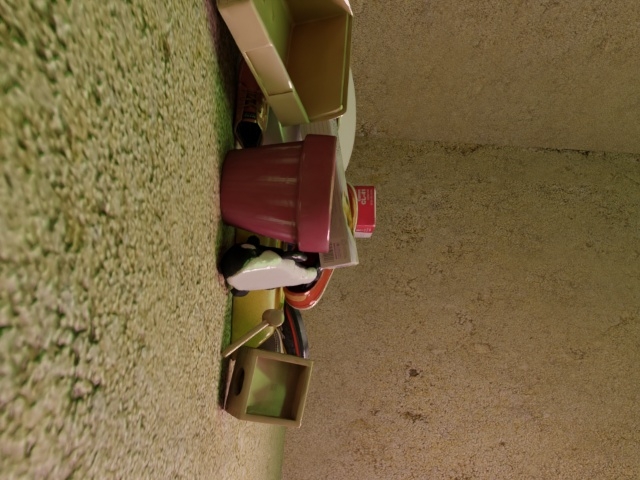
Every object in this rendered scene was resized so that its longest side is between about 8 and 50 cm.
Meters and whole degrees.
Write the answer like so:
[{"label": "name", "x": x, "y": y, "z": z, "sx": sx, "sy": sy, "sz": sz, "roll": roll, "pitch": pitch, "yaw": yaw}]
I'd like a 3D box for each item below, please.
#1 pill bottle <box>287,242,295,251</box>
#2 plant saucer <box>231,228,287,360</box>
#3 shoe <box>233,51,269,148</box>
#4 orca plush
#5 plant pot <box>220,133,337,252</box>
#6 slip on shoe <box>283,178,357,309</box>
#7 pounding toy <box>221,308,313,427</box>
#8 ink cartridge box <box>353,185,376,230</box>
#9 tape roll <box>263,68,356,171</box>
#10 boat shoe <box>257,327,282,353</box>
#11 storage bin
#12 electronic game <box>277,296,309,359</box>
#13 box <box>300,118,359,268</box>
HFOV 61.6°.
[{"label": "pill bottle", "x": -0.046, "y": -0.011, "z": 1.430, "sx": 0.153, "sy": 0.153, "sz": 0.264, "roll": 90, "pitch": 20, "yaw": -74}, {"label": "plant saucer", "x": -0.123, "y": 0.059, "z": 1.187, "sx": 0.333, "sy": 0.081, "sz": 0.332, "roll": -78, "pitch": 171, "yaw": -83}, {"label": "shoe", "x": -0.115, "y": -0.239, "z": 0.924, "sx": 0.178, "sy": 0.064, "sz": 0.081, "roll": 97, "pitch": -5, "yaw": -46}, {"label": "orca plush", "x": -0.088, "y": 0.025, "z": 0.995, "sx": 0.151, "sy": 0.287, "sz": 0.102, "roll": -39, "pitch": -112, "yaw": 36}, {"label": "plant pot", "x": -0.068, "y": -0.083, "z": 0.911, "sx": 0.201, "sy": 0.180, "sz": 0.201, "roll": 4, "pitch": 90, "yaw": -89}, {"label": "slip on shoe", "x": 0.000, "y": 0.000, "z": 1.252, "sx": 0.101, "sy": 0.123, "sz": 0.331, "roll": 60, "pitch": 51, "yaw": -70}, {"label": "pounding toy", "x": -0.116, "y": 0.231, "z": 1.022, "sx": 0.094, "sy": 0.181, "sz": 0.206, "roll": -10, "pitch": -114, "yaw": 62}, {"label": "ink cartridge box", "x": 0.009, "y": -0.085, "z": 1.634, "sx": 0.226, "sy": 0.306, "sz": 0.131, "roll": 85, "pitch": 8, "yaw": -83}, {"label": "tape roll", "x": -0.027, "y": -0.301, "z": 1.183, "sx": 0.392, "sy": 0.072, "sz": 0.392, "roll": -6, "pitch": 96, "yaw": -63}, {"label": "boat shoe", "x": -0.137, "y": 0.311, "z": 1.259, "sx": 0.073, "sy": 0.080, "sz": 0.223, "roll": 97, "pitch": 4, "yaw": -87}, {"label": "storage bin", "x": -0.044, "y": -0.359, "z": 0.835, "sx": 0.262, "sy": 0.123, "sz": 0.260, "roll": 59, "pitch": 30, "yaw": -56}, {"label": "electronic game", "x": -0.081, "y": 0.235, "z": 1.385, "sx": 0.229, "sy": 0.048, "sz": 0.229, "roll": 168, "pitch": -90, "yaw": -73}, {"label": "box", "x": 0.015, "y": -0.107, "z": 1.048, "sx": 0.063, "sy": 0.067, "sz": 0.324, "roll": 11, "pitch": 69, "yaw": -73}]
